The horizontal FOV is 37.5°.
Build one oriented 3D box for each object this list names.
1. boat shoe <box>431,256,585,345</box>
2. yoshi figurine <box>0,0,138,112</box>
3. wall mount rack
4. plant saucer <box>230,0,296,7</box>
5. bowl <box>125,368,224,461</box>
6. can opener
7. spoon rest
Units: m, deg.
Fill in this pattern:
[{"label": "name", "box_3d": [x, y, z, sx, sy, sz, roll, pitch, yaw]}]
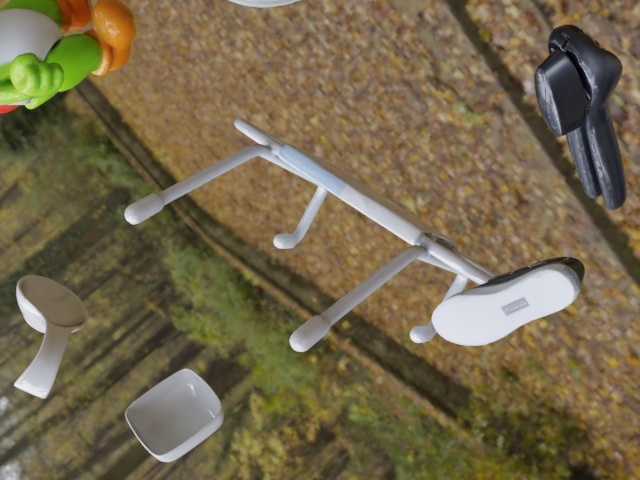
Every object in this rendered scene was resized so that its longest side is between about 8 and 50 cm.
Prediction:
[{"label": "boat shoe", "box_3d": [0.158, 0.050, 0.786, 0.142, 0.040, 0.049, -24, 97, 40]}, {"label": "yoshi figurine", "box_3d": [-0.409, -0.233, 1.126, 0.204, 0.362, 0.203, 1, 122, 54]}, {"label": "wall mount rack", "box_3d": [0.000, 0.000, 0.910, 0.350, 0.130, 0.304, 34, -173, 26]}, {"label": "plant saucer", "box_3d": [-0.003, -0.476, 1.266, 0.100, 0.400, 0.400, 48, 172, 31]}, {"label": "bowl", "box_3d": [-0.234, 0.294, 1.554, 0.142, 0.142, 0.053, 38, 157, 45]}, {"label": "can opener", "box_3d": [0.215, -0.096, 0.769, 0.186, 0.073, 0.059, 57, -178, -45]}, {"label": "spoon rest", "box_3d": [-0.456, 0.143, 1.590, 0.137, 0.084, 0.276, 31, -158, -26]}]
